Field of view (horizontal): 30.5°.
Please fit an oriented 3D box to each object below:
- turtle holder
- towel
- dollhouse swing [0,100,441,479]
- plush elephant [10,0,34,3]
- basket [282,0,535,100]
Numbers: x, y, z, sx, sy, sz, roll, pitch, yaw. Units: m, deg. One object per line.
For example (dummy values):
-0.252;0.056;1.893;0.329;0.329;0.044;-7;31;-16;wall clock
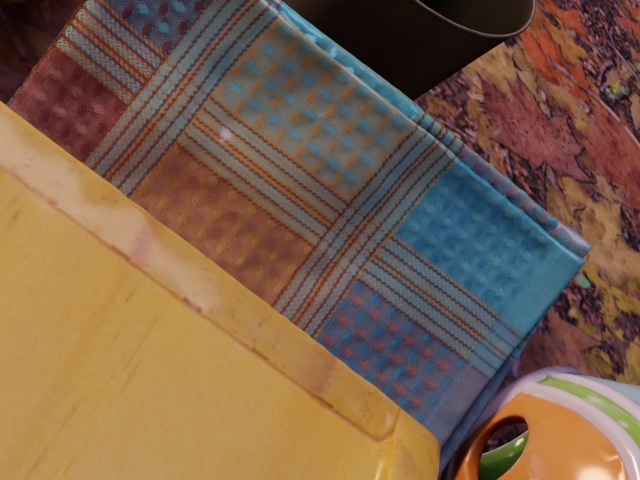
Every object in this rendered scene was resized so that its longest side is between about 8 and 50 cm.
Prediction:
0.222;0.205;0.826;0.320;0.243;0.227;-10;52;-40;turtle holder
-0.030;0.015;0.725;0.370;0.271;0.040;36;-2;-22;towel
-0.174;0.123;0.468;0.347;0.315;0.305;38;56;-18;dollhouse swing
-0.198;-0.269;0.736;0.255;0.272;0.330;-5;94;-34;plush elephant
0.017;-0.155;0.891;0.204;0.227;0.154;-5;66;-47;basket
